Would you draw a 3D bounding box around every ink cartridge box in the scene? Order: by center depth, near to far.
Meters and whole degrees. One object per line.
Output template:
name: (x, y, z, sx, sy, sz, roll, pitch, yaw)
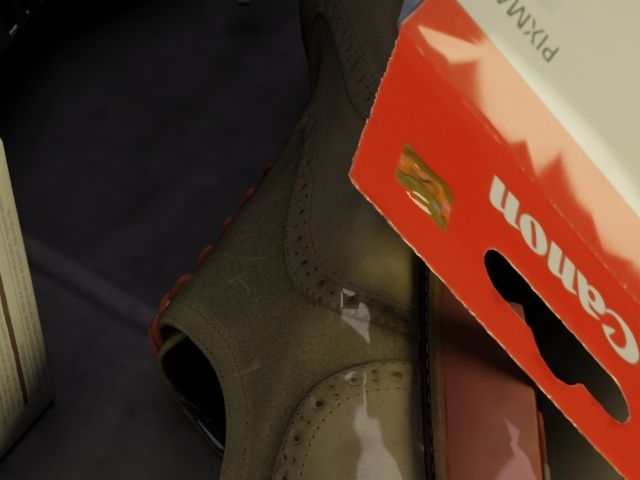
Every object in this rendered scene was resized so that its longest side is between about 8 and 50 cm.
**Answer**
ink cartridge box: (0.107, -0.034, 0.514, 0.066, 0.189, 0.232, -33, 23, 27)

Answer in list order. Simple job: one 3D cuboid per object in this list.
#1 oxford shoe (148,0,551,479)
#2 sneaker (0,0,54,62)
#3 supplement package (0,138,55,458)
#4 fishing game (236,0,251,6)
oxford shoe: (0.000, 0.000, 0.542, 0.130, 0.123, 0.348, -8, 44, 5)
sneaker: (-0.135, -0.130, 0.657, 0.178, 0.123, 0.295, -19, 38, -9)
supplement package: (-0.214, 0.065, 0.468, 0.134, 0.139, 0.244, 22, 50, 20)
fishing game: (0.095, -0.173, 0.691, 0.264, 0.041, 0.189, 10, 85, 5)
